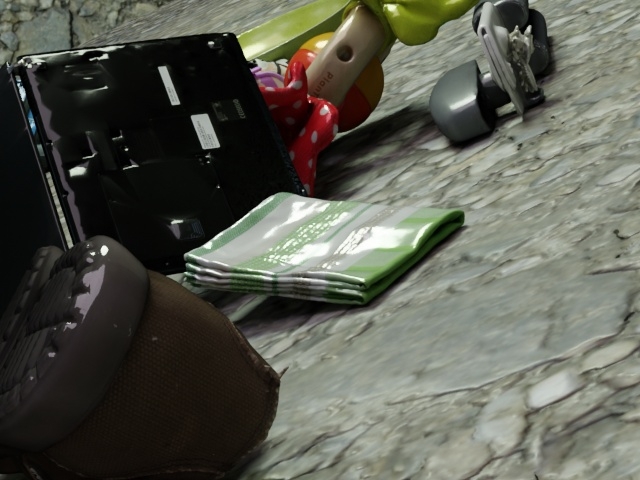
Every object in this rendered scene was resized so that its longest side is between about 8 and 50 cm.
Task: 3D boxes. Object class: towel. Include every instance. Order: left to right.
[{"bbox_3d":[0.000,0.000,1.154,0.152,0.023,0.113,4,31,40],"label":"towel"}]

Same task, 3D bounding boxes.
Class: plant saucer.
[{"bbox_3d":[-0.066,-0.211,2.090,0.241,0.037,0.241,-24,15,7],"label":"plant saucer"}]

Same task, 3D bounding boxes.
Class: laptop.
[{"bbox_3d":[-0.160,-0.015,1.311,0.264,0.136,0.234,-9,48,-17],"label":"laptop"}]

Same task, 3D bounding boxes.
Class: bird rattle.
[{"bbox_3d":[0.016,-0.123,1.466,0.253,0.143,0.207,-63,-3,-11],"label":"bird rattle"}]

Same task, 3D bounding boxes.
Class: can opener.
[{"bbox_3d":[0.134,-0.154,1.442,0.093,0.074,0.280,-21,14,17],"label":"can opener"}]

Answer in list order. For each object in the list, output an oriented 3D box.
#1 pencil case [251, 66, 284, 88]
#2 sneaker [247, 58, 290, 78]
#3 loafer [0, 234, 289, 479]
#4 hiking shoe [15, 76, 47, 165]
[{"bbox_3d":[-0.102,-0.095,1.618,0.206,0.088,0.086,-8,16,48],"label":"pencil case"},{"bbox_3d":[-0.057,-0.176,1.931,0.040,0.043,0.109,-22,12,24],"label":"sneaker"},{"bbox_3d":[-0.112,0.086,0.957,0.134,0.130,0.366,-63,12,-8],"label":"loafer"},{"bbox_3d":[-0.334,-0.151,2.140,0.304,0.132,0.113,-27,14,-7],"label":"hiking shoe"}]
